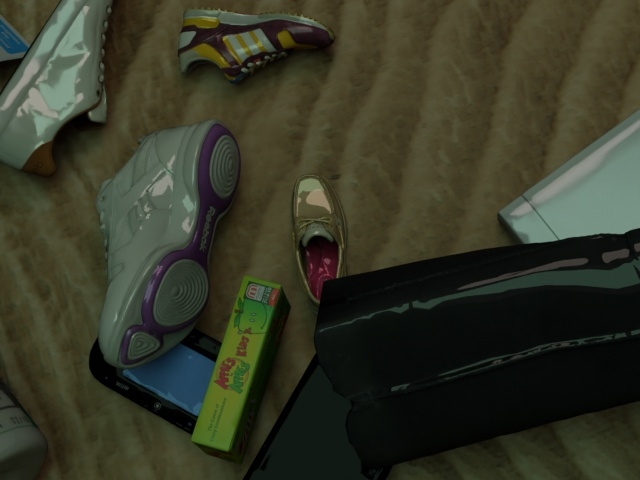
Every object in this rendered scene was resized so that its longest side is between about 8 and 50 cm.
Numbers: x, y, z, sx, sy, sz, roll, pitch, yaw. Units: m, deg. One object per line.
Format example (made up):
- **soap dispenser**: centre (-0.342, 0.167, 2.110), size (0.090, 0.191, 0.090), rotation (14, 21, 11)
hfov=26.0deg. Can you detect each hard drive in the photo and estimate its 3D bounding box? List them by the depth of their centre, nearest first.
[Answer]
- **hard drive**: centre (0.405, -0.041, 1.513), size (0.353, 0.047, 0.233), rotation (-36, 74, -3)

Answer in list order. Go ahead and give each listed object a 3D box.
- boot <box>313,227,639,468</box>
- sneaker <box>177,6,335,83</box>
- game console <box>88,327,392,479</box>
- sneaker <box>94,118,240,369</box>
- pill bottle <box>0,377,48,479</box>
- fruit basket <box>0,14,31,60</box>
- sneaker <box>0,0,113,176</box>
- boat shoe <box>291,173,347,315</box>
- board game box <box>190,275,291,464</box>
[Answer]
- **boot**: centre (0.249, 0.166, 1.391), size (0.445, 0.146, 0.367), rotation (-15, 105, 6)
- **sneaker**: centre (-0.075, -0.221, 1.614), size (0.186, 0.069, 0.083), rotation (5, 85, 15)
- **game console**: centre (-0.097, 0.195, 1.517), size (0.361, 0.044, 0.213), rotation (27, 80, 13)
- **sneaker**: centre (-0.191, 0.005, 1.540), size (0.152, 0.114, 0.305), rotation (1, 59, 30)
- **pill bottle**: centre (-0.476, 0.147, 1.493), size (0.204, 0.204, 0.361), rotation (-40, 75, -4)
- **fruit basket**: centre (-0.536, -0.301, 1.563), size (0.327, 0.353, 0.165), rotation (43, 125, 15)
- **sneaker**: centre (-0.286, -0.203, 1.629), size (0.123, 0.106, 0.290), rotation (31, 77, -13)
- **boat shoe**: centre (0.000, 0.000, 1.546), size (0.063, 0.059, 0.170), rotation (-12, 75, 4)
- **board game box**: centre (-0.082, 0.138, 1.459), size (0.043, 0.092, 0.181), rotation (15, 75, 9)
